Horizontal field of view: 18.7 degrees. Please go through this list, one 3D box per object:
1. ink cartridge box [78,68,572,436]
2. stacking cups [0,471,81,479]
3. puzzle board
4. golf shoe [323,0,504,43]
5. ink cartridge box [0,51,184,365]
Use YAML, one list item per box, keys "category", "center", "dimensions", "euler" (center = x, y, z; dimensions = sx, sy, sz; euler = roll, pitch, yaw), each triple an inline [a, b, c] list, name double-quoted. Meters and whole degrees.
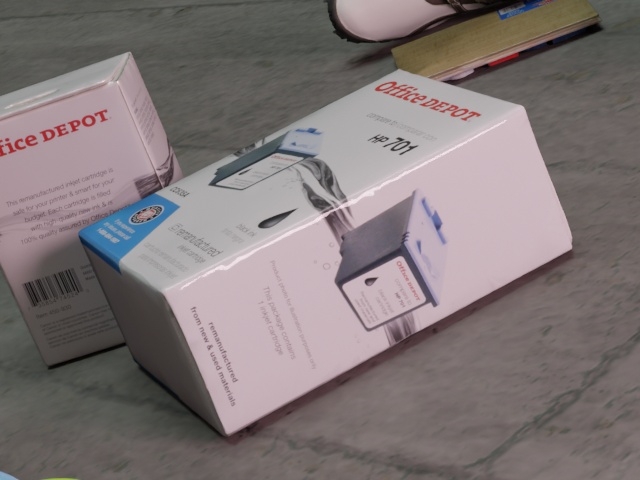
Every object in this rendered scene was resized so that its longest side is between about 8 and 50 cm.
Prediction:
- category: "ink cartridge box"
  center: [0.000, 0.000, 0.920]
  dimensions: [0.190, 0.082, 0.139]
  euler: [-29, 21, -15]
- category: "stacking cups"
  center: [-0.144, 0.127, 0.750]
  dimensions: [0.096, 0.096, 0.316]
  euler: [-34, 19, -31]
- category: "puzzle board"
  center: [0.110, -0.129, 1.238]
  dimensions: [0.128, 0.011, 0.096]
  euler: [-20, 19, 4]
- category: "golf shoe"
  center: [0.097, -0.188, 1.292]
  dimensions: [0.198, 0.077, 0.094]
  euler: [-25, 11, -4]
- category: "ink cartridge box"
  center: [-0.120, -0.017, 1.002]
  dimensions: [0.099, 0.135, 0.056]
  euler: [-17, 20, 11]
